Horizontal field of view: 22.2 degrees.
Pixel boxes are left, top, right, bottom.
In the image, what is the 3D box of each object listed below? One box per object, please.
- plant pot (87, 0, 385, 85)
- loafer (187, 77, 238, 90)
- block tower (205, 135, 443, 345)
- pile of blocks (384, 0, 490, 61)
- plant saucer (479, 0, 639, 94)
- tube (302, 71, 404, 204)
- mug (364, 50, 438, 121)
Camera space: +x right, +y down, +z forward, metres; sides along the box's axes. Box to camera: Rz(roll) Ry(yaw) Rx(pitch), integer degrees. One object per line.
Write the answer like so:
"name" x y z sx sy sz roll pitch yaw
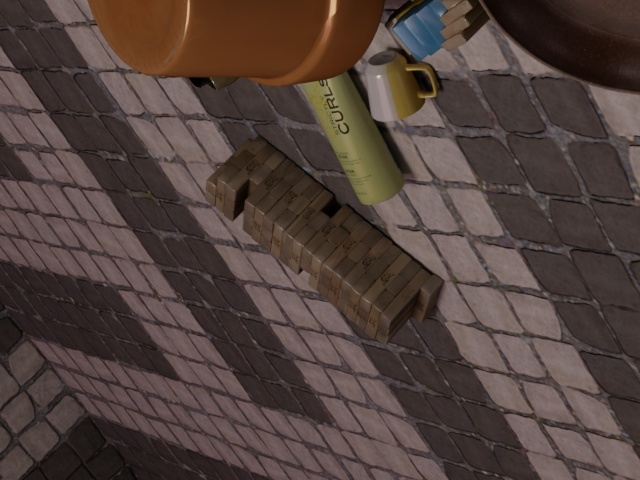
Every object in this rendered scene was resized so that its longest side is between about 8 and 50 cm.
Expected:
"plant pot" -0.102 -0.279 1.602 0.291 0.203 0.291 28 127 44
"loafer" -0.161 -0.229 2.093 0.148 0.050 0.056 18 145 45
"block tower" 0.000 0.000 2.156 0.335 0.097 0.091 37 156 13
"pile of blocks" 0.120 -0.254 1.484 0.112 0.149 0.362 48 157 -9
"plant saucer" 0.266 -0.239 1.255 0.310 0.050 0.311 8 140 6
"tube" 0.022 -0.154 1.920 0.070 0.062 0.240 -19 116 19
"mug" 0.085 -0.176 1.797 0.062 0.078 0.064 -112 2 -61
